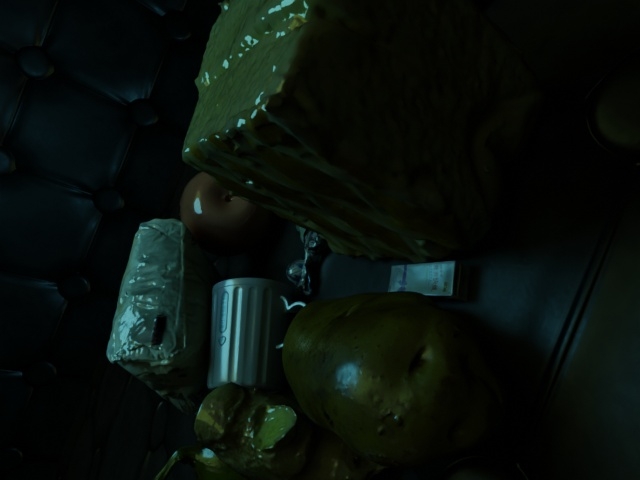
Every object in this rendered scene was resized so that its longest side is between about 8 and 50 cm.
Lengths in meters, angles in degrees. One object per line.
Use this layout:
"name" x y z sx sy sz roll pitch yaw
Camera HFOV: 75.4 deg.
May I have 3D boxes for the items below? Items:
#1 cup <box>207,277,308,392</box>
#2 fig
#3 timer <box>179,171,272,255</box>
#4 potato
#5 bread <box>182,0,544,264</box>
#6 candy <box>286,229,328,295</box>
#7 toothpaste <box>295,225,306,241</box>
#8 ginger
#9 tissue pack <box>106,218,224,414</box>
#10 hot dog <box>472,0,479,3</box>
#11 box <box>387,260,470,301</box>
"cup" -0.126 0.182 0.799 0.221 0.167 0.201 -37 46 52
"fig" -0.167 0.379 0.731 0.148 0.186 0.142 -41 24 25
"timer" -0.237 -0.073 1.048 0.215 0.230 0.229 136 145 -68
"potato" 0.057 0.150 0.545 0.369 0.177 0.195 2 71 62
"bread" 0.030 -0.158 0.572 0.371 0.390 0.279 3 70 55
"candy" 0.000 0.000 0.834 0.094 0.051 0.226 24 94 47
"toothpaste" -0.042 -0.095 0.958 0.067 0.037 0.255 -50 33 36
"ginger" -0.034 0.300 0.593 0.270 0.218 0.123 13 54 27
"tissue pack" -0.317 0.180 0.948 0.375 0.195 0.389 81 180 -58
"hot dog" 0.251 -0.419 0.696 0.188 0.055 0.072 -49 34 29
"box" 0.150 0.059 0.583 0.117 0.036 0.050 -13 62 53
